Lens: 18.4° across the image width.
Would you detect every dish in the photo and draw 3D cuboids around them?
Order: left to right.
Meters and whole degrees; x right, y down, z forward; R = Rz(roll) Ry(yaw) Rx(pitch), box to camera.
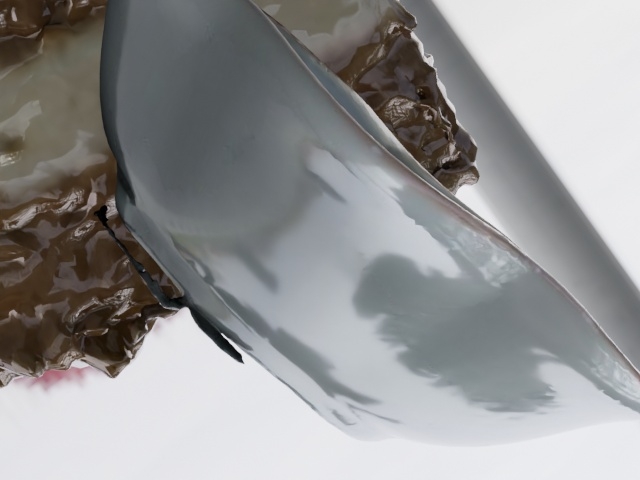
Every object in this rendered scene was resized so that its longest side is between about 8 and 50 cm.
[{"bbox_3d":[0.000,0.000,0.585,0.081,0.229,0.229,-48,-173,4],"label":"dish"}]

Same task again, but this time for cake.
[{"bbox_3d":[-0.122,-0.116,0.816,0.256,0.290,0.282,-25,-164,-7],"label":"cake"}]
